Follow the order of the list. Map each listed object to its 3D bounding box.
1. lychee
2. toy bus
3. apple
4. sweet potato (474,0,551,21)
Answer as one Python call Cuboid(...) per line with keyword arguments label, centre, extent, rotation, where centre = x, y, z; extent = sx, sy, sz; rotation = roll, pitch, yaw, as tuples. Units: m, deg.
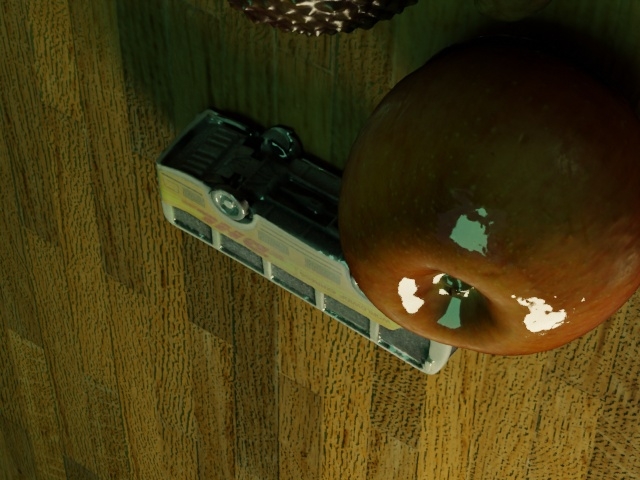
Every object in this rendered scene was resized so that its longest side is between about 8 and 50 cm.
Cuboid(label="lychee", centre=(0.003, -0.234, 1.266), extent=(0.188, 0.188, 0.188), rotation=(27, 145, 21))
Cuboid(label="toy bus", centre=(0.000, 0.000, 1.607), extent=(0.342, 0.097, 0.138), rotation=(30, 148, 18))
Cuboid(label="apple", centre=(0.138, -0.024, 1.340), extent=(0.272, 0.206, 0.251), rotation=(-4, 129, 46))
Cuboid(label="sweet potato", centre=(0.163, -0.224, 1.188), extent=(0.097, 0.097, 0.252), rotation=(38, 151, 6))
